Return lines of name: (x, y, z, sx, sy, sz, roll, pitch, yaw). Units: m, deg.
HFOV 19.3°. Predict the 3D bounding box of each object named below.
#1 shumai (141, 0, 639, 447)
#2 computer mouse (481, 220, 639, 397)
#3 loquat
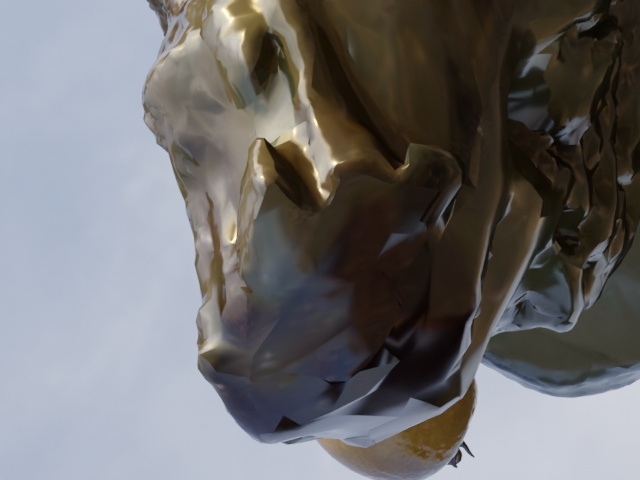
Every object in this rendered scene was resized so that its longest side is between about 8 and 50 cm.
shumai: (0.046, -0.059, 0.724, 0.283, 0.217, 0.346, -104, -6, -59)
computer mouse: (0.231, -0.075, 1.070, 0.228, 0.429, 0.145, 59, 168, 0)
loquat: (0.058, 0.130, 1.543, 0.163, 0.163, 0.137, 36, -117, -28)
